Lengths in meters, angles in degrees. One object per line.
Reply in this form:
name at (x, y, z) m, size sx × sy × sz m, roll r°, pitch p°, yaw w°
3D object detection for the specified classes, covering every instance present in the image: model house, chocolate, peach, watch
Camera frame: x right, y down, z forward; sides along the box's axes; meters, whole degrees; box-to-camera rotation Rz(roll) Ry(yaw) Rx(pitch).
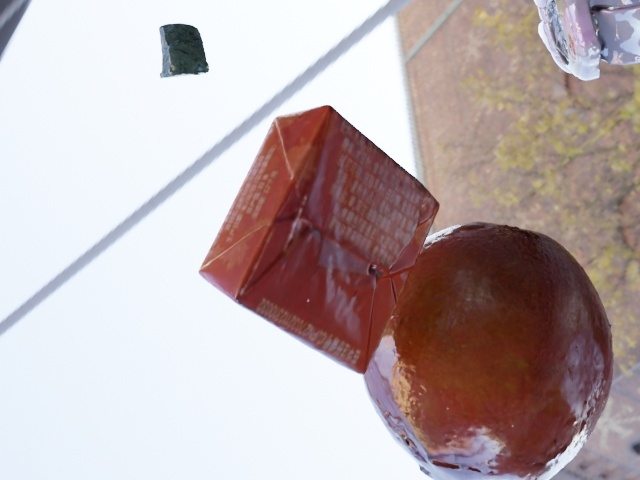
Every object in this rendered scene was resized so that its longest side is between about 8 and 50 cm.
model house at (-0.217, -0.299, 1.521) m, size 0.079 × 0.066 × 0.083 m, roll -14°, pitch -79°, yaw -34°
chocolate at (0.000, 0.000, 1.087) m, size 0.237 × 0.108 × 0.234 m, roll 35°, pitch -105°, yaw -45°
peach at (0.222, 0.159, 1.304) m, size 0.373 × 0.290 × 0.372 m, roll 8°, pitch -102°, yaw -41°
watch at (0.489, -0.377, 1.602) m, size 0.248 × 0.218 × 0.210 m, roll -102°, pitch -7°, yaw -55°
